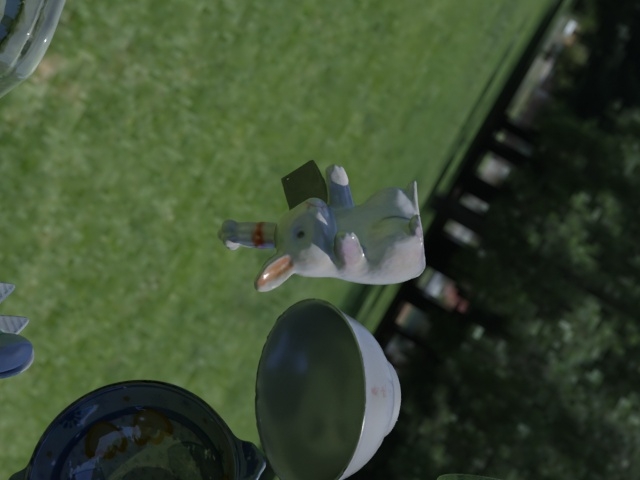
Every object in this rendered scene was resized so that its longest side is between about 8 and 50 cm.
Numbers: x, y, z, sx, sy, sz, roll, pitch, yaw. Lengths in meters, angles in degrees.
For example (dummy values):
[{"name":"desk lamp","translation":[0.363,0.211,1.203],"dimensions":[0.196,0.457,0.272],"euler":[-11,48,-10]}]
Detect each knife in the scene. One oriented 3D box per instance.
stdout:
[{"name":"knife","translation":[-0.015,-0.043,2.545],"dimensions":[0.072,0.019,0.245],"euler":[-33,-144,14]}]

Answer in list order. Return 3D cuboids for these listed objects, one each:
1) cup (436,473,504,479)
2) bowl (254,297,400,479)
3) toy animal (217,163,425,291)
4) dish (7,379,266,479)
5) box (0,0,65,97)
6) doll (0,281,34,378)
[{"name":"cup","translation":[0.265,0.496,2.156],"dimensions":[0.257,0.331,0.311],"euler":[125,-17,-73]},{"name":"bowl","translation":[0.021,0.152,1.639],"dimensions":[0.189,0.086,0.189],"euler":[-12,-105,55]},{"name":"toy animal","translation":[0.009,-0.010,2.265],"dimensions":[0.140,0.282,0.138],"euler":[-97,-166,-51]},{"name":"dish","translation":[-0.177,0.254,1.628],"dimensions":[0.086,0.236,0.228],"euler":[77,29,-60]},{"name":"box","translation":[-0.333,-0.338,1.306],"dimensions":[0.177,0.344,0.352],"euler":[-13,-124,62]},{"name":"doll","translation":[-0.498,0.130,2.340],"dimensions":[0.153,0.195,0.258],"euler":[-20,-153,42]}]
